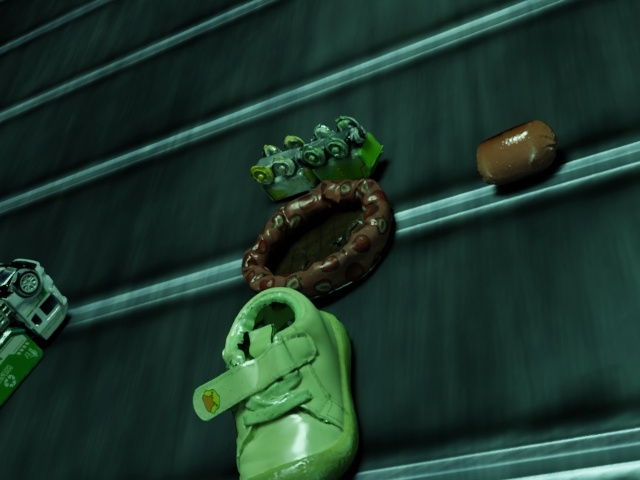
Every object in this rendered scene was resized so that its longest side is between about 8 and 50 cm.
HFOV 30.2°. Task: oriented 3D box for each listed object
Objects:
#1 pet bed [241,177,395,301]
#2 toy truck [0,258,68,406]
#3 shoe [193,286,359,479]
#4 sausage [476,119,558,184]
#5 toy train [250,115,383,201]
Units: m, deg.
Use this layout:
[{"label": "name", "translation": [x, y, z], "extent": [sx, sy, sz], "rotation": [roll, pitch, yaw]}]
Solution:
[{"label": "pet bed", "translation": [0.000, 0.000, 1.421], "extent": [0.201, 0.053, 0.201], "rotation": [-22, 34, 16]}, {"label": "toy truck", "translation": [-0.464, 0.146, 1.648], "extent": [0.114, 0.124, 0.253], "rotation": [6, 50, 50]}, {"label": "shoe", "translation": [-0.045, 0.157, 1.208], "extent": [0.140, 0.128, 0.262], "rotation": [-37, 24, 30]}, {"label": "sausage", "translation": [0.219, -0.095, 1.310], "extent": [0.094, 0.059, 0.054], "rotation": [-22, 77, 25]}, {"label": "toy train", "translation": [-0.008, -0.101, 1.543], "extent": [0.202, 0.081, 0.060], "rotation": [-16, 35, 45]}]
